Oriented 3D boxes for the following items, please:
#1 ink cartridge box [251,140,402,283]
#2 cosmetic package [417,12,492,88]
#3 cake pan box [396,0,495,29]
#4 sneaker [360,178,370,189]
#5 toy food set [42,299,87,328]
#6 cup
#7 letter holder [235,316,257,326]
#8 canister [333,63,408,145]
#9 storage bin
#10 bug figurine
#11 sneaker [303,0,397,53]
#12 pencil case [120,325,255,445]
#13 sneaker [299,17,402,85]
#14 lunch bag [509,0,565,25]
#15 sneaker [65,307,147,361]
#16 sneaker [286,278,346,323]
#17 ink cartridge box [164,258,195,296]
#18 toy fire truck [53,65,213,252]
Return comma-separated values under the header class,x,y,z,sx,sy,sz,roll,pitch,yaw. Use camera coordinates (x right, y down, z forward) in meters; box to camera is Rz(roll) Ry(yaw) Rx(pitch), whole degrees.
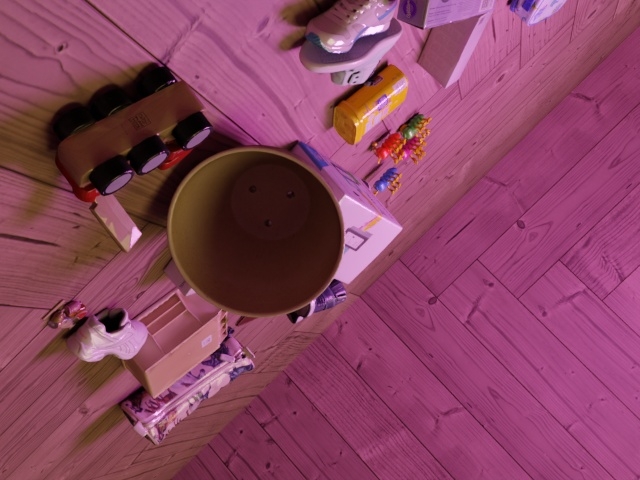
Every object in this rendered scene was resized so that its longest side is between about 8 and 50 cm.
class,x,y,z,sx,sy,sz,roll,pitch,yaw
ink cartridge box,0.010,-0.057,1.859,0.197,0.198,0.270,-46,146,13
cosmetic package,0.306,-0.466,1.851,0.060,0.099,0.239,-39,165,-27
cake pan box,0.253,-0.520,1.440,0.267,0.070,0.245,-27,137,-43
sneaker,0.051,-0.123,2.111,0.296,0.104,0.147,-25,162,-39
toy food set,-0.496,0.149,1.602,0.078,0.019,0.122,-43,165,0
cup,-0.110,-0.046,1.593,0.331,0.331,0.237,-48,-171,17
letter holder,-0.129,0.078,2.125,0.302,0.152,0.214,-22,157,-54
canister,0.115,-0.308,1.835,0.170,0.073,0.126,-41,165,-15
storage bin,-0.363,0.241,2.013,0.260,0.123,0.262,-38,164,-21
bug figurine,0.221,-0.248,2.284,0.216,0.072,0.279,-46,162,-17
sneaker,0.054,-0.400,1.418,0.229,0.087,0.092,-40,160,-41
pencil case,-0.389,0.431,2.388,0.410,0.160,0.183,-37,-179,-24
sneaker,0.041,-0.331,1.536,0.256,0.094,0.151,-29,163,-40
lunch bag,0.588,-0.661,2.060,0.176,0.090,0.219,-34,163,-35
sneaker,-0.438,0.196,1.760,0.115,0.090,0.232,-51,165,15
sneaker,-0.002,0.144,2.144,0.164,0.086,0.226,-24,173,-17
ink cartridge box,-0.234,0.032,1.836,0.148,0.086,0.203,-50,163,26
toy fire truck,-0.283,-0.109,1.233,0.217,0.158,0.246,-36,175,-29
